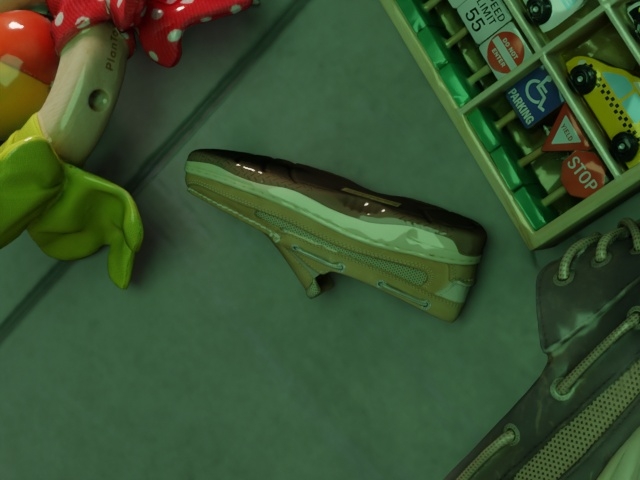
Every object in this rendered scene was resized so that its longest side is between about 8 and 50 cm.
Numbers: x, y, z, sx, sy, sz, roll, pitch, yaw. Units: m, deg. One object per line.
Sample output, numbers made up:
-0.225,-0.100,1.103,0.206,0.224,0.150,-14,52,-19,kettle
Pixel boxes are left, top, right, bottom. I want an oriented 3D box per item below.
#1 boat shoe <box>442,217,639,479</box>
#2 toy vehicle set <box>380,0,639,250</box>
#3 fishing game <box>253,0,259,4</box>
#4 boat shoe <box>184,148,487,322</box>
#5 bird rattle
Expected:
0.171,0.049,0.914,0.130,0.132,0.355,36,98,19,boat shoe
0.122,-0.149,0.978,0.166,0.035,0.267,-37,75,27,toy vehicle set
-0.118,-0.265,1.092,0.264,0.041,0.189,33,106,14,fishing game
0.000,0.000,1.019,0.190,0.068,0.072,20,105,20,boat shoe
-0.170,-0.104,1.051,0.207,0.143,0.254,20,98,45,bird rattle
